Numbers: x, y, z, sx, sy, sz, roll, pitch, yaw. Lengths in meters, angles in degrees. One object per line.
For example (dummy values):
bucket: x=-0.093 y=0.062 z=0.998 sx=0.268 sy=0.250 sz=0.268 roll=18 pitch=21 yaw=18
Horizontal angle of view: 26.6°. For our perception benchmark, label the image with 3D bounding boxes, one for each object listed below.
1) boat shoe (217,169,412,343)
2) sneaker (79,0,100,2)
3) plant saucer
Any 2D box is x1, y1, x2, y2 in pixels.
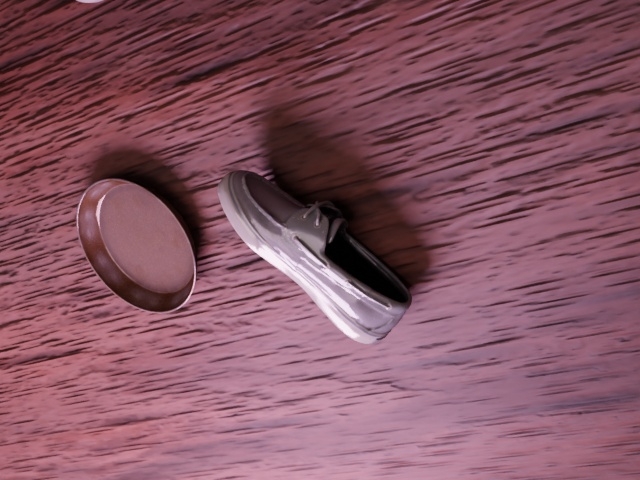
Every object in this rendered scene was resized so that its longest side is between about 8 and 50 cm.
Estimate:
boat shoe: x=0.000 y=0.001 z=1.343 sx=0.227 sy=0.079 sz=0.081 roll=44 pitch=125 yaw=-1
sneaker: x=-0.322 y=-0.340 z=1.331 sx=0.290 sy=0.123 sz=0.106 roll=50 pitch=132 yaw=-2
plant saucer: x=-0.200 y=0.002 z=1.515 sx=0.168 sy=0.029 sz=0.168 roll=19 pitch=127 yaw=27
